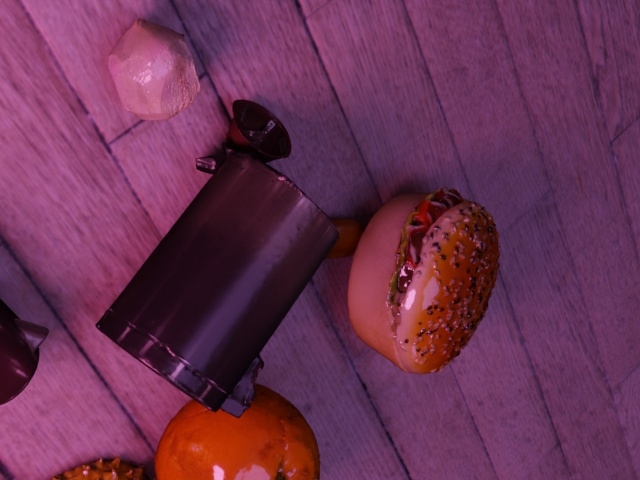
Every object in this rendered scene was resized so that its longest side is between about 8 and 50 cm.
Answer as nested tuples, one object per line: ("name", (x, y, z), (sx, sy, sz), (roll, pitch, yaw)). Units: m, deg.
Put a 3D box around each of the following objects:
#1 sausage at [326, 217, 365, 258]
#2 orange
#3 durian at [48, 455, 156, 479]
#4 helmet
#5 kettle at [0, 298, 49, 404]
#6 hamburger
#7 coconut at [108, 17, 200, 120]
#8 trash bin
("sausage", (0.000, 0.000, 1.542), (0.183, 0.054, 0.062), (-7, 75, -35))
("orange", (-0.116, 0.324, 1.464), (0.240, 0.240, 0.240), (-15, 116, -33))
("durian", (-0.327, 0.410, 1.395), (0.341, 0.112, 0.191), (0, 110, -43))
("helmet", (-0.099, -0.143, 1.405), (0.111, 0.057, 0.089), (24, 48, -42))
("kettle", (-0.454, 0.120, 1.183), (0.202, 0.144, 0.232), (-38, 132, 4))
("hamburger", (0.172, 0.064, 1.589), (0.300, 0.176, 0.300), (-32, 130, -49))
("coconut", (-0.207, -0.218, 1.260), (0.110, 0.110, 0.124), (-29, 129, -27))
("trash bin", (-0.129, 0.053, 1.363), (0.252, 0.203, 0.301), (36, 81, -5))
